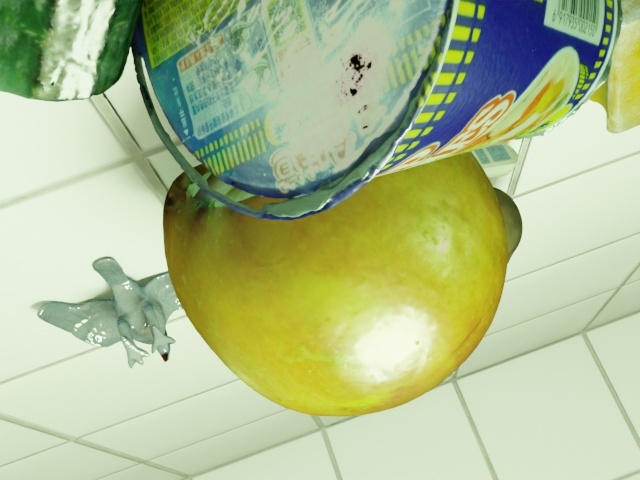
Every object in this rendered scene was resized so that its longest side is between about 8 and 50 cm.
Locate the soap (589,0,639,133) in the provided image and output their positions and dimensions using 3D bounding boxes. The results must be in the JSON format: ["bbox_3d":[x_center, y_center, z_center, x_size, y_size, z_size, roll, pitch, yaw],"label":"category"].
[{"bbox_3d":[0.394,-0.239,0.850,0.174,0.089,0.274,-27,157,12],"label":"soap"}]

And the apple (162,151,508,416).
[{"bbox_3d":[0.000,0.000,0.804,0.374,0.374,0.384,0,-171,-39],"label":"apple"}]

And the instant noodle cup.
[{"bbox_3d":[0.066,-0.169,0.539,0.312,0.284,0.284,-10,156,-47],"label":"instant noodle cup"}]

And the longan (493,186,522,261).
[{"bbox_3d":[0.225,-0.003,1.139,0.167,0.167,0.187,3,147,-43],"label":"longan"}]

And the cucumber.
[{"bbox_3d":[-0.124,-0.201,0.433,0.243,0.063,0.115,-64,178,35],"label":"cucumber"}]

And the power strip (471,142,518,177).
[{"bbox_3d":[0.198,-0.106,1.029,0.191,0.047,0.030,-11,151,-24],"label":"power strip"}]

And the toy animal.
[{"bbox_3d":[-0.270,0.105,1.075,0.239,0.176,0.255,-21,123,-8],"label":"toy animal"}]
